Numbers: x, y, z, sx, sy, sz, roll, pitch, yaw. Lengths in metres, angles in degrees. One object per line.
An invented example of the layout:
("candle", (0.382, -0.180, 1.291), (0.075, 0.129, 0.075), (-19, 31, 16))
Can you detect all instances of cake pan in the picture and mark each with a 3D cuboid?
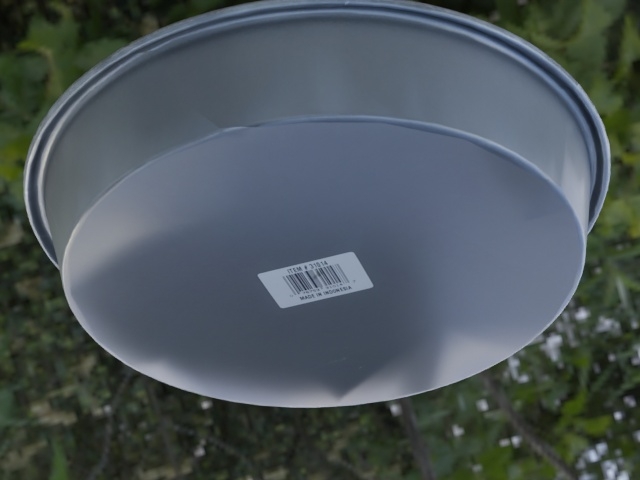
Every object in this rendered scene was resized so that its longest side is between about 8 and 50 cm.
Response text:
("cake pan", (0.000, 0.000, 0.692), (0.293, 0.054, 0.293), (-2, 145, -1))
